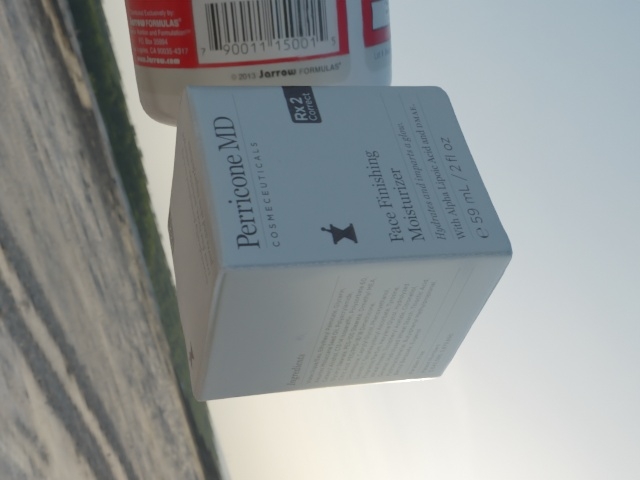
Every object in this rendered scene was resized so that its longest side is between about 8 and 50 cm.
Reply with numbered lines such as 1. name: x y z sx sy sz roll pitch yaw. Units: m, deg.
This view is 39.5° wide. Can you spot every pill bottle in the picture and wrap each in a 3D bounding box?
1. pill bottle: -0.062 -0.312 0.738 0.229 0.228 0.408 -134 -143 -67

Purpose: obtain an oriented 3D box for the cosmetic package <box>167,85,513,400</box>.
1. cosmetic package: 0.000 0.000 0.600 0.151 0.183 0.151 108 -28 -49
